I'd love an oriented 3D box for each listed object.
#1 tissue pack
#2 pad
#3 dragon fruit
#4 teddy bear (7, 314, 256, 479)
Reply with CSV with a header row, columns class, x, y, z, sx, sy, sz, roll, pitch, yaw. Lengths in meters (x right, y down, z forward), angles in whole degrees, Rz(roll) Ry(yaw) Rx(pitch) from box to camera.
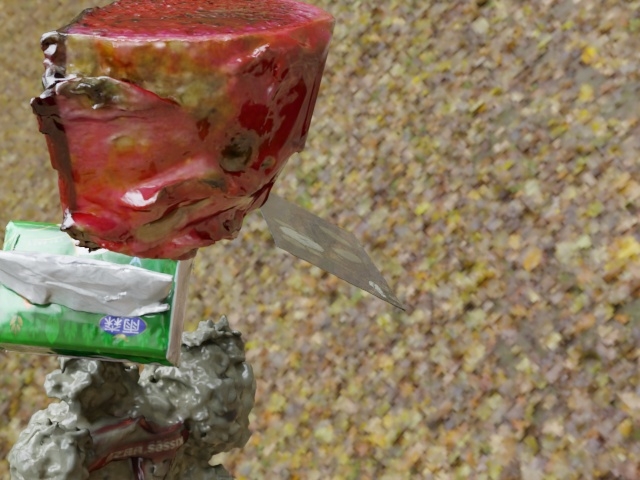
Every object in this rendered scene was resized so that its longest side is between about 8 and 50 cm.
class,x,y,z,sx,sy,sz,roll,pitch,yaw
tissue pack,-0.260,0.056,1.134,0.156,0.209,0.148,92,-176,-74
pad,0.000,0.000,0.911,0.004,0.127,0.190,-59,21,11
dragon fruit,-0.073,-0.078,0.593,0.189,0.163,0.262,-22,14,13
teddy bear,-0.214,0.256,1.349,0.367,0.357,0.224,-45,33,-22
